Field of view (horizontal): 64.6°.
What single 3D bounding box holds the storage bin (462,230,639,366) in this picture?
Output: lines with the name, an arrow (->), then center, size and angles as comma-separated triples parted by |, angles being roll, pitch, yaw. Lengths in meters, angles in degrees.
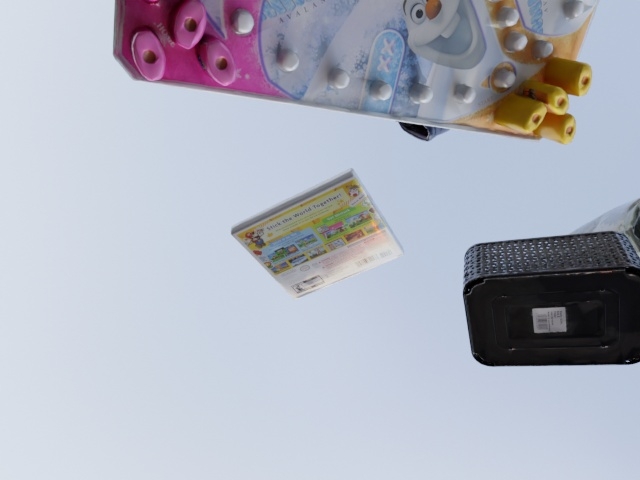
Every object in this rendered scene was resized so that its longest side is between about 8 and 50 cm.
storage bin -> 0.258, 0.068, 0.570 | 0.180, 0.084, 0.122 | -6, -65, 19

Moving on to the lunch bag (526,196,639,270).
lunch bag -> 0.483, 0.021, 0.759 | 0.235, 0.287, 0.169 | 128, -52, -68

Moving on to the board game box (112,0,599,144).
board game box -> 0.086, -0.270, 0.324 | 0.050, 0.390, 0.390 | -132, -131, -56

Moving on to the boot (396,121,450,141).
boot -> 0.156, -0.250, 0.920 | 0.190, 0.086, 0.069 | 40, -35, 29

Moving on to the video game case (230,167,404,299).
video game case -> 0.000, 0.000, 0.857 | 0.227, 0.206, 0.026 | -24, -138, 17
